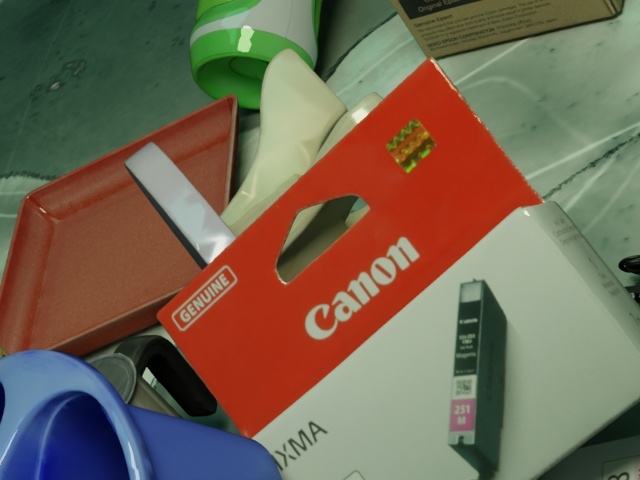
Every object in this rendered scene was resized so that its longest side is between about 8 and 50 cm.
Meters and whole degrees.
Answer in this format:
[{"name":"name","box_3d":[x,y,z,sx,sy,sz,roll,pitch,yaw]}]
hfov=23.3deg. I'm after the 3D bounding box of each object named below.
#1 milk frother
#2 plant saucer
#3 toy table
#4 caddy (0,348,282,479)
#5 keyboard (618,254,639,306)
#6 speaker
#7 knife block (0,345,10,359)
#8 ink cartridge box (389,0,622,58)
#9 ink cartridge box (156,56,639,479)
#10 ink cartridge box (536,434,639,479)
[{"name":"milk frother","box_3d":[-0.155,0.152,1.156,0.143,0.135,0.129,-24,36,20]},{"name":"plant saucer","box_3d":[-0.179,0.004,1.431,0.258,0.048,0.259,-24,37,20]},{"name":"toy table","box_3d":[0.000,0.000,1.123,0.161,0.274,0.252,-39,-7,-6]},{"name":"caddy","box_3d":[-0.161,0.238,0.923,0.241,0.179,0.341,2,82,43]},{"name":"keyboard","box_3d":[0.221,0.040,1.032,0.192,0.038,0.100,-8,44,36]},{"name":"speaker","box_3d":[-0.051,-0.282,1.516,0.131,0.131,0.297,-10,61,35]},{"name":"knife block","box_3d":[-0.388,0.208,1.344,0.242,0.088,0.276,8,55,46]},{"name":"ink cartridge box","box_3d":[0.187,-0.286,1.400,0.193,0.088,0.235,-11,41,35]},{"name":"ink cartridge box","box_3d":[0.038,0.064,0.948,0.275,0.239,0.060,-42,-11,24]},{"name":"ink cartridge box","box_3d":[0.110,0.219,0.909,0.232,0.066,0.189,-15,40,25]}]
